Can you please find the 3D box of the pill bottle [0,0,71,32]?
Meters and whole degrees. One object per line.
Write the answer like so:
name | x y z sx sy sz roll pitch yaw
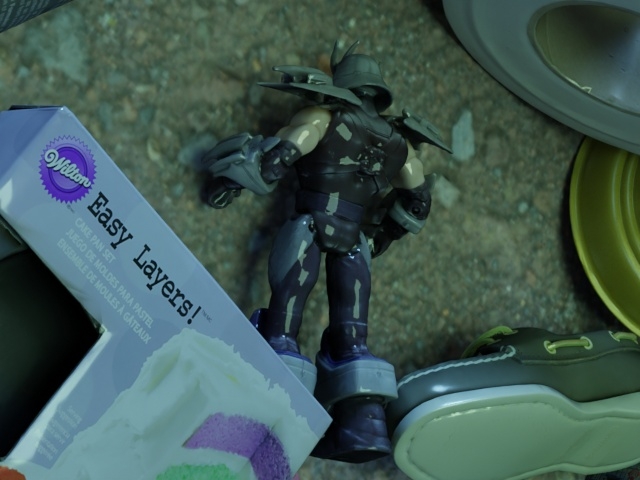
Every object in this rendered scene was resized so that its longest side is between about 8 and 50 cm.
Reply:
pill bottle | -0.187 -0.201 1.063 0.278 0.162 0.162 -31 111 -35

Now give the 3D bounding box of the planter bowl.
planter bowl | 0.308 -0.023 1.481 0.217 0.090 0.217 7 75 -26

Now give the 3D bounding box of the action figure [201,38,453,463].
action figure | 0.000 0.000 1.271 0.185 0.099 0.285 16 78 -32

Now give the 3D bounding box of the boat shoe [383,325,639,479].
boat shoe | 0.149 0.114 1.382 0.305 0.109 0.091 3 46 -44

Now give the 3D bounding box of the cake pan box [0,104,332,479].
cake pan box | -0.145 0.098 0.982 0.267 0.070 0.246 53 58 -28

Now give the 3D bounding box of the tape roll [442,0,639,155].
tape roll | 0.232 -0.161 1.329 0.286 0.286 0.100 38 68 -34

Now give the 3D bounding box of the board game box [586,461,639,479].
board game box | 0.326 0.146 1.562 0.194 0.060 0.194 31 73 -36

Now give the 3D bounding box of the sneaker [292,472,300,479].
sneaker | -0.064 0.220 1.145 0.121 0.112 0.299 -6 55 -21
